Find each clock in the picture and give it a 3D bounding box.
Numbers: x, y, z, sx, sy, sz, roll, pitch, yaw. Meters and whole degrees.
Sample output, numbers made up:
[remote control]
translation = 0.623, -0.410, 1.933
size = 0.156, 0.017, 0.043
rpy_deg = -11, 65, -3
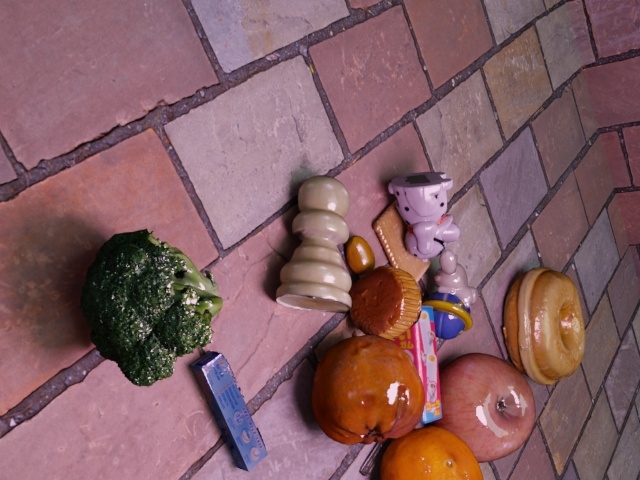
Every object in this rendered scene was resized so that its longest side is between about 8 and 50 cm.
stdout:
[clock]
translation = 0.303, -0.060, 1.783
size = 0.189, 0.189, 0.254
rpy_deg = -28, 112, -43

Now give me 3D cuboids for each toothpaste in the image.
[toothpaste]
translation = -0.197, 0.370, 1.349
size = 0.066, 0.053, 0.272
rpy_deg = -34, 111, -38

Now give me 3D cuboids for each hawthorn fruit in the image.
[hawthorn fruit]
translation = 0.106, 0.344, 1.527
size = 0.277, 0.277, 0.298
rpy_deg = 32, 37, -39

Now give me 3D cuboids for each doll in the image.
[doll]
translation = 0.396, 0.162, 1.846
size = 0.242, 0.159, 0.311
rpy_deg = -54, 151, -22

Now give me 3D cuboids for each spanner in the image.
[spanner]
translation = 0.201, 0.531, 1.762
size = 0.325, 0.026, 0.093
rpy_deg = -48, 118, -36

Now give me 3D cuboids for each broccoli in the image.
[broccoli]
translation = -0.302, 0.108, 1.112
size = 0.245, 0.294, 0.265
rpy_deg = 10, 120, -33

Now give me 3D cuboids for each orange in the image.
[orange]
translation = 0.297, 0.638, 1.663
size = 0.284, 0.226, 0.284
rpy_deg = 14, 45, -14

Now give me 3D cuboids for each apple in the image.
[apple]
translation = 0.491, 0.502, 1.864
size = 0.345, 0.269, 0.345
rpy_deg = -1, 91, -30

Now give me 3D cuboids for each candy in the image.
[candy]
translation = 0.232, 0.336, 1.702
size = 0.100, 0.157, 0.306
rpy_deg = 4, 78, -48

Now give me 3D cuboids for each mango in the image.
[mango]
translation = 0.108, 0.039, 1.683
size = 0.080, 0.060, 0.114
rpy_deg = -49, 116, -40

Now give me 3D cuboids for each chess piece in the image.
[chess piece]
translation = 0.000, 0.000, 1.510
size = 0.182, 0.182, 0.330
rpy_deg = 24, 65, -42

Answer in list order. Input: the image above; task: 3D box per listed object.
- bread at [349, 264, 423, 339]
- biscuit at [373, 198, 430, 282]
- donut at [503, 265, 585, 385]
[bread]
translation = 0.163, 0.163, 1.631
size = 0.104, 0.199, 0.199
rpy_deg = 13, 77, -44
[biscuit]
translation = 0.243, 0.015, 1.845
size = 0.160, 0.030, 0.250
rpy_deg = -46, 118, -37
[donut]
translation = 0.833, 0.314, 2.308
size = 0.449, 0.198, 0.449
rpy_deg = 7, 81, -46
